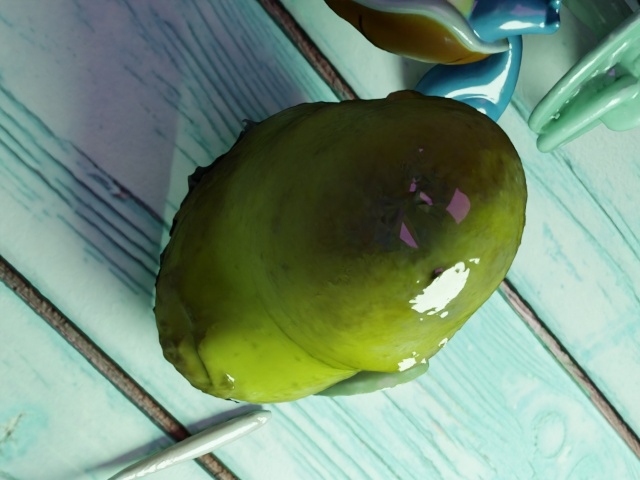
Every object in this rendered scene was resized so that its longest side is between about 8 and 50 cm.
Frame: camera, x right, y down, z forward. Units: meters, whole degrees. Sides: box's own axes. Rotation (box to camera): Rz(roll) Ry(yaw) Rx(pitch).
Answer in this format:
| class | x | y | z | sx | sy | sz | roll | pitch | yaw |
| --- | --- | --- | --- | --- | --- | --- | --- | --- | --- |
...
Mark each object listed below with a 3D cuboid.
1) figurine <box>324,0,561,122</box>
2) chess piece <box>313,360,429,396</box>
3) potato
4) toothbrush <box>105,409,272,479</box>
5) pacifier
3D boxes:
| class | x | y | z | sx | sy | sz | roll | pitch | yaw |
| --- | --- | --- | --- | --- | --- | --- | --- | --- | --- |
| figurine | 0.109 | -0.288 | 1.433 | 0.416 | 0.243 | 0.298 | 43 | 31 | -31 |
| chess piece | 0.024 | 0.028 | 1.459 | 0.144 | 0.144 | 0.251 | -15 | 98 | -29 |
| potato | 0.000 | 0.000 | 1.256 | 0.397 | 0.296 | 0.290 | -18 | 89 | 4 |
| toothbrush | -0.180 | 0.233 | 1.418 | 0.307 | 0.029 | 0.025 | -20 | 118 | -31 |
| pacifier | 0.315 | -0.247 | 1.571 | 0.269 | 0.288 | 0.343 | 52 | 33 | 13 |
